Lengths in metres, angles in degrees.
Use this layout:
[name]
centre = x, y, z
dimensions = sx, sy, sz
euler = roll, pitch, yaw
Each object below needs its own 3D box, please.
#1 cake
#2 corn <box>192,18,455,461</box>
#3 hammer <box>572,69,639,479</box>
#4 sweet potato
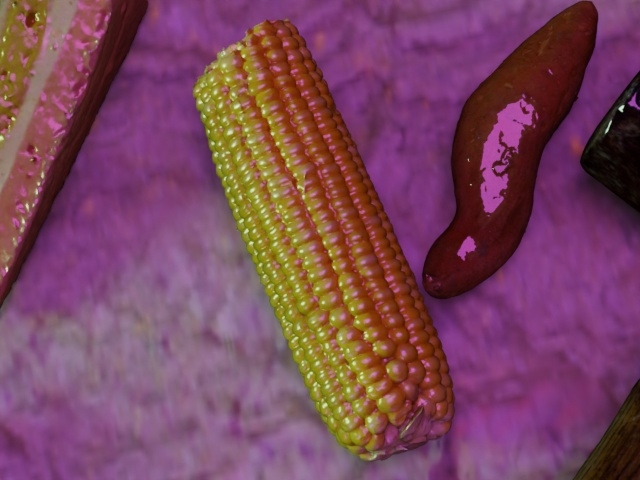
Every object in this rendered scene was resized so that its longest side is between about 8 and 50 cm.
[cake]
centre = -0.187, -0.077, 0.926
dimensions = 0.109, 0.090, 0.225
euler = 24, 78, 1
[corn]
centre = 0.000, 0.000, 0.911
dimensions = 0.081, 0.081, 0.248
euler = -22, 78, -6
[hammer]
centre = 0.172, 0.107, 0.858
dimensions = 0.242, 0.095, 0.409
euler = 36, 71, 6
[sweet potato]
centre = 0.105, -0.055, 0.941
dimensions = 0.058, 0.055, 0.202
euler = 21, 77, 22
